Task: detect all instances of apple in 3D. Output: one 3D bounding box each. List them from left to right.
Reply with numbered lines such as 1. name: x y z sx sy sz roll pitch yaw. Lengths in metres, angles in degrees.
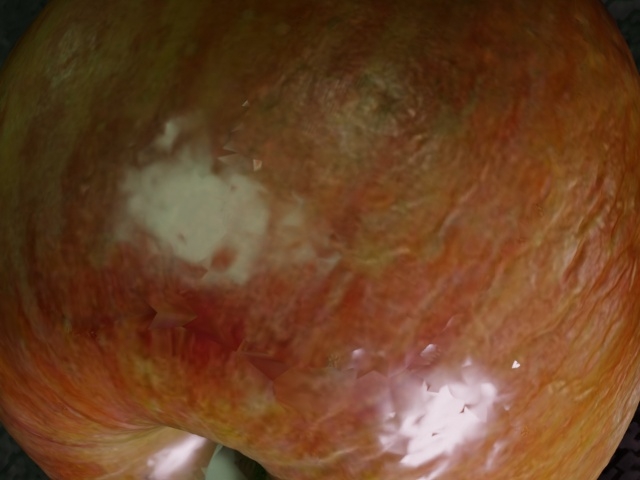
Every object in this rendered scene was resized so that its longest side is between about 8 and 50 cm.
1. apple: 0.000 0.000 0.525 0.211 0.211 0.188 12 53 28
